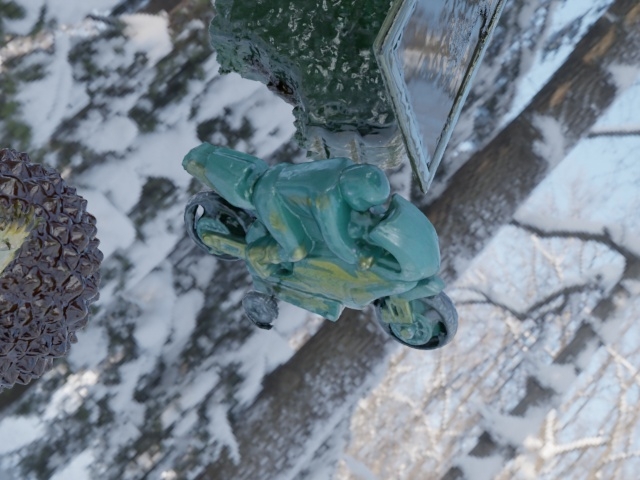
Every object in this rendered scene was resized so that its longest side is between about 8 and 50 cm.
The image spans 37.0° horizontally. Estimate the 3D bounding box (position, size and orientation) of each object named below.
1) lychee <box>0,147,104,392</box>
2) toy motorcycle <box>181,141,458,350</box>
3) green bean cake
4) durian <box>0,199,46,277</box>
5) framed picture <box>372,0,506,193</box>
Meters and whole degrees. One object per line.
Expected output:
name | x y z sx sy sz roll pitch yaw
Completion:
lychee | -0.411 0.025 1.069 0.306 0.330 0.306 -11 90 -90
toy motorcycle | -0.002 -0.001 0.907 0.296 0.109 0.198 20 -44 14
green bean cake | -0.001 -0.264 1.382 0.308 0.300 0.169 7 -17 7
durian | -0.295 0.044 0.663 0.078 0.224 0.140 44 -11 -9
framed picture | 0.113 -0.200 0.771 0.016 0.273 0.216 18 -19 22
